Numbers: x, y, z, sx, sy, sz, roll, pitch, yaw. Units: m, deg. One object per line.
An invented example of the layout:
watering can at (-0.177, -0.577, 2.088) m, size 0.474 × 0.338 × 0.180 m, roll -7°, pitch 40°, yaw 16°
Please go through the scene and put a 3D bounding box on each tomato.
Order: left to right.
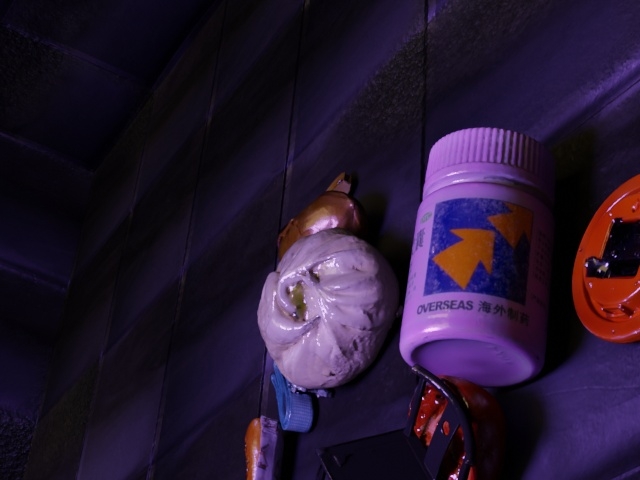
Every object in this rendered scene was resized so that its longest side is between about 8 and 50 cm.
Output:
tomato at (0.174, 0.236, 1.446) m, size 0.174 × 0.082 × 0.166 m, roll -154°, pitch 59°, yaw -65°

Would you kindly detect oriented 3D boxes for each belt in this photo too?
belt at (-0.042, 0.239, 1.962) m, size 0.179 × 0.065 × 0.100 m, roll -114°, pitch 40°, yaw -59°

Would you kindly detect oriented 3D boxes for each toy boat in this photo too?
toy boat at (0.014, -0.057, 2.126) m, size 0.149 × 0.047 × 0.049 m, roll -58°, pitch 11°, yaw 14°

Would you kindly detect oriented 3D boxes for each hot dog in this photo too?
hot dog at (-0.094, 0.380, 1.912) m, size 0.108 × 0.059 × 0.191 m, roll 64°, pitch -154°, yaw -59°

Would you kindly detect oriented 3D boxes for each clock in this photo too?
clock at (0.354, 0.016, 1.311) m, size 0.205 × 0.051 × 0.205 m, roll -46°, pitch 32°, yaw 40°

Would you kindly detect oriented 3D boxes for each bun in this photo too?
bun at (-0.002, 0.094, 1.829) m, size 0.259 × 0.160 × 0.259 m, roll -22°, pitch 57°, yaw 39°

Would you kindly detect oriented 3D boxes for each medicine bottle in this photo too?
medicine bottle at (0.202, 0.022, 1.474) m, size 0.178 × 0.178 × 0.291 m, roll -32°, pitch 42°, yaw 54°

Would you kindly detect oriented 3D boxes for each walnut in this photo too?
walnut at (0.000, 0.000, 2.003) m, size 0.245 × 0.137 × 0.137 m, roll -45°, pitch 32°, yaw 43°

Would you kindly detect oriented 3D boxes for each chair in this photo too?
chair at (0.083, 0.297, 1.404) m, size 0.154 × 0.141 × 0.260 m, roll -122°, pitch 31°, yaw -42°
